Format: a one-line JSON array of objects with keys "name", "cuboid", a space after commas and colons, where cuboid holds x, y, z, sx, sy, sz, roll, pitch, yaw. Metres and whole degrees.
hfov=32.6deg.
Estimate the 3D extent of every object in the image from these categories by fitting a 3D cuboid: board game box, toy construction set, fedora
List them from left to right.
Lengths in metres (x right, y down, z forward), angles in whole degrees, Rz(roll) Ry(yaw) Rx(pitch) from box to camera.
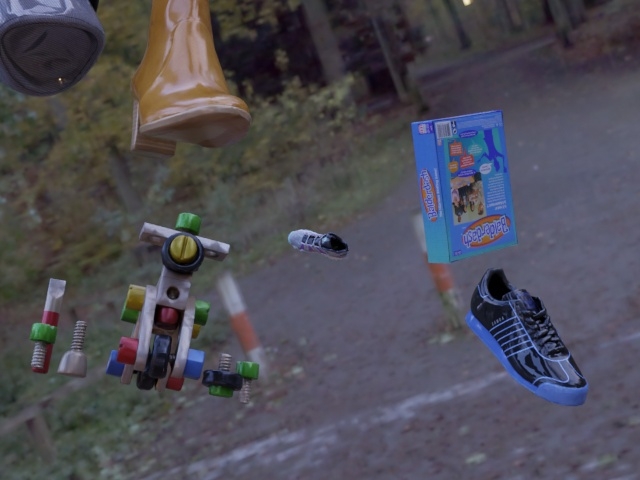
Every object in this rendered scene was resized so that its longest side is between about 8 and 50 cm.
[{"name": "fedora", "cuboid": [-0.390, -0.281, 1.450, 0.244, 0.124, 0.275, -44, -24, 8]}, {"name": "toy construction set", "cuboid": [-0.253, 0.085, 1.551, 0.309, 0.237, 0.257, 4, -15, 12]}, {"name": "board game box", "cuboid": [0.218, -0.082, 1.637, 0.160, 0.210, 0.047, -12, 7, -40]}]

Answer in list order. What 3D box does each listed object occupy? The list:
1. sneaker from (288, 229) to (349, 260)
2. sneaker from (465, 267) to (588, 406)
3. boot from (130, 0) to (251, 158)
[{"name": "sneaker", "cuboid": [0.000, 0.000, 1.715, 0.098, 0.038, 0.069, 14, -16, -5]}, {"name": "sneaker", "cuboid": [0.285, 0.128, 1.495, 0.081, 0.090, 0.232, -9, 36, -34]}, {"name": "boot", "cuboid": [-0.152, -0.212, 1.240, 0.104, 0.211, 0.295, 8, -5, -26]}]
